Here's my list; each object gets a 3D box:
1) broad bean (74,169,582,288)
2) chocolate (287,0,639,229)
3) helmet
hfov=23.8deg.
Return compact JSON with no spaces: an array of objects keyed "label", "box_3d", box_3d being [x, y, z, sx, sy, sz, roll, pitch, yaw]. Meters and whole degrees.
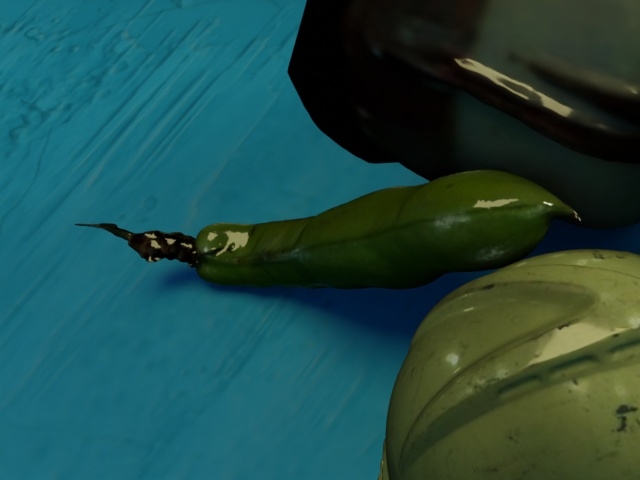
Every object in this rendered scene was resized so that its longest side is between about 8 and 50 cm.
[{"label":"broad bean","box_3d":[0.007,0.001,0.842,0.318,0.098,0.056,-5,81,39]},{"label":"chocolate","box_3d":[0.148,-0.127,0.813,0.283,0.283,0.186,-41,51,-16]},{"label":"helmet","box_3d":[0.135,0.071,0.715,0.258,0.137,0.204,-11,45,14]}]
